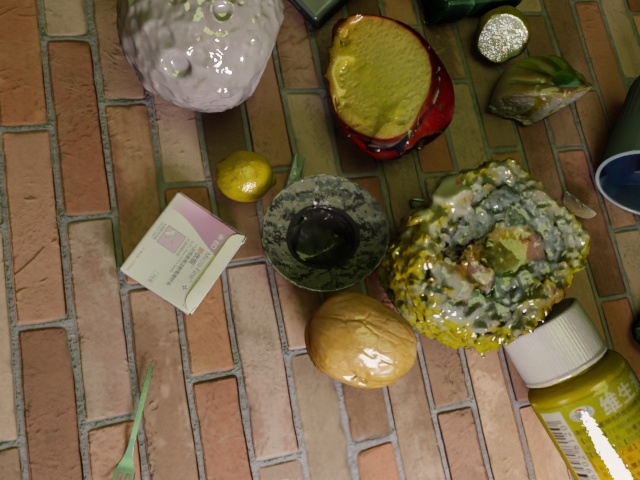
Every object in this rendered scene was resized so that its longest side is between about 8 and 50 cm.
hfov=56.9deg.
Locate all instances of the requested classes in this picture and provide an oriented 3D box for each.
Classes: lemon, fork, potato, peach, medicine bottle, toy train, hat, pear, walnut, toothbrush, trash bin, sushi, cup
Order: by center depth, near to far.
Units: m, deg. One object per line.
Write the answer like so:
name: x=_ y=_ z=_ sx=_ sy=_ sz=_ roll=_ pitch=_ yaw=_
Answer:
fork: x=-0.343 y=0.352 z=1.100 sx=0.039 sy=0.021 sz=0.235 roll=16 pitch=70 yaw=-16
walnut: x=0.080 y=0.196 z=1.169 sx=0.225 sy=0.193 sz=0.193 roll=19 pitch=71 yaw=-3
medicine bottle: x=-0.274 y=0.026 z=1.191 sx=0.171 sy=0.052 sz=0.201 roll=35 pitch=71 yaw=-5
hat: x=0.000 y=0.000 z=1.233 sx=0.265 sy=0.128 sz=0.266 roll=4 pitch=70 yaw=-12
lemon: x=-0.156 y=-0.133 z=1.236 sx=0.132 sy=0.109 sz=0.109 roll=13 pitch=72 yaw=-19
sushi: x=0.325 y=0.031 z=1.253 sx=0.396 sy=0.240 sz=0.351 roll=-42 pitch=93 yaw=-17
medicine bottle: x=0.563 y=0.332 z=1.256 sx=0.224 sy=0.224 sz=0.385 roll=-28 pitch=84 yaw=-21
peach: x=0.152 y=-0.342 z=1.338 sx=0.257 sy=0.201 sz=0.362 roll=-37 pitch=70 yaw=14
trash bin: x=0.021 y=-0.642 z=1.389 sx=0.236 sy=0.101 sz=0.177 roll=-44 pitch=92 yaw=4
toothbrush: x=0.346 y=-0.059 z=1.403 sx=0.294 sy=0.026 sz=0.028 roll=12 pitch=81 yaw=-13
cup: x=0.900 y=-0.239 z=1.488 sx=0.331 sy=0.257 sz=0.311 roll=30 pitch=68 yaw=-5
potato: x=0.651 y=-0.083 z=1.496 sx=0.093 sy=0.036 sz=0.037 roll=42 pitch=105 yaw=17
pear: x=0.465 y=-0.532 z=1.520 sx=0.141 sy=0.141 sz=0.104 roll=32 pitch=28 yaw=-6
toy train: x=0.384 y=-0.661 z=1.526 sx=0.330 sy=0.138 sz=0.178 roll=-13 pitch=89 yaw=-21

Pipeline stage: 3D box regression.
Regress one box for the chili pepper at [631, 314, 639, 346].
chili pepper: x=0.885 y=0.263 z=1.422 sx=0.148 sy=0.116 sz=0.265 roll=-42 pitch=89 yaw=-18

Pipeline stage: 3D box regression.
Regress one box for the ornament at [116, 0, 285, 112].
ornament: x=-0.242 y=-0.426 z=1.170 sx=0.336 sy=0.337 sz=0.338 roll=4 pitch=74 yaw=-15

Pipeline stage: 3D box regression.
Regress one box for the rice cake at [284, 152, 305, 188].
rice cake: x=-0.066 y=-0.105 z=1.289 sx=0.030 sy=0.042 sz=0.180 roll=17 pitch=72 yaw=-14

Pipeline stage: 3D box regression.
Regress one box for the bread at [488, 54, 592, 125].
bread: x=0.546 y=-0.393 z=1.484 sx=0.260 sy=0.158 sz=0.156 roll=-27 pitch=81 yaw=-23
